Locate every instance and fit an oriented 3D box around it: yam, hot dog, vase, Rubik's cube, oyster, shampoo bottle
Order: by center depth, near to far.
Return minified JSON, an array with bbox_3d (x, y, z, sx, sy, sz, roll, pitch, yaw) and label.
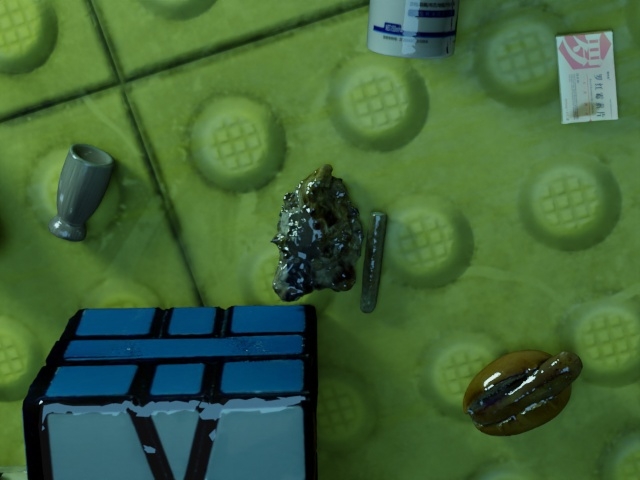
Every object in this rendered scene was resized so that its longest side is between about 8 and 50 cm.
[{"bbox_3d":[0.102,-0.334,1.423,0.092,0.092,0.303,8,108,8],"label":"shampoo bottle"},{"bbox_3d":[-0.140,0.241,1.523,0.289,0.283,0.293,-3,104,0],"label":"Rubik's cube"},{"bbox_3d":[-0.005,-0.008,1.564,0.103,0.051,0.148,-3,96,4],"label":"oyster"},{"bbox_3d":[0.221,0.163,1.570,0.140,0.060,0.089,-24,106,12],"label":"hot dog"},{"bbox_3d":[0.057,0.024,1.577,0.021,0.021,0.116,9,109,7],"label":"yam"},{"bbox_3d":[-0.264,-0.051,1.596,0.053,0.053,0.100,24,114,2],"label":"vase"}]

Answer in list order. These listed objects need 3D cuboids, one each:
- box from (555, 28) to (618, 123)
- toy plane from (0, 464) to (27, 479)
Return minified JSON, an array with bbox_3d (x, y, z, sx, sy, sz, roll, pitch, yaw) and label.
[{"bbox_3d":[0.271,-0.166,1.484,0.058,0.015,0.093,-3,107,13],"label":"box"},{"bbox_3d":[-0.399,0.296,1.706,0.256,0.104,0.242,-15,119,7],"label":"toy plane"}]
